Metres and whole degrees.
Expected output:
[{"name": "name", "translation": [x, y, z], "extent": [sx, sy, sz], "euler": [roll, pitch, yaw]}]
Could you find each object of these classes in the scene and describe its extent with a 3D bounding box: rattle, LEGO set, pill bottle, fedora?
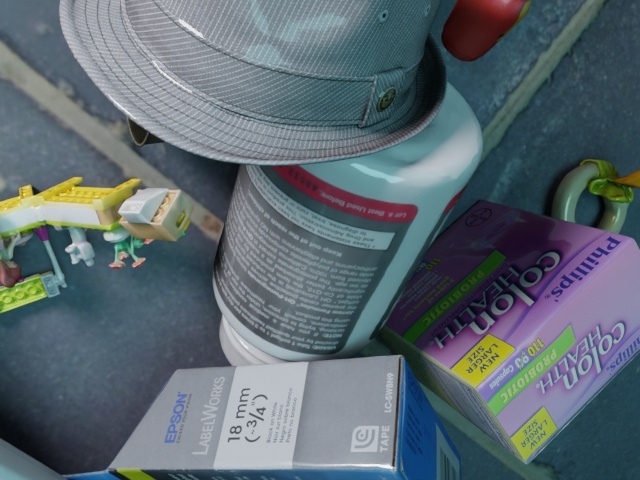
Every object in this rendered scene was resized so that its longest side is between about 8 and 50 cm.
[{"name": "rattle", "translation": [0.361, -0.002, 0.839], "extent": [0.199, 0.143, 0.130], "euler": [-54, 135, -10]}, {"name": "LEGO set", "translation": [-0.238, 0.016, 0.581], "extent": [0.287, 0.132, 0.107], "euler": [-11, 114, 2]}, {"name": "pill bottle", "translation": [0.000, 0.000, 0.593], "extent": [0.176, 0.176, 0.318], "euler": [-1, 138, -23]}, {"name": "fedora", "translation": [-0.015, -0.174, 0.423], "extent": [0.276, 0.243, 0.124], "euler": [-16, 150, -37]}]

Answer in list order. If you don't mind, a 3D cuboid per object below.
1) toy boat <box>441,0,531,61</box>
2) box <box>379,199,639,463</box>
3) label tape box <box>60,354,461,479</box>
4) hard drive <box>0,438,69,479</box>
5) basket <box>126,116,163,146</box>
[{"name": "toy boat", "translation": [0.082, -0.313, 0.569], "extent": [0.268, 0.148, 0.318], "euler": [-31, 79, -32]}, {"name": "box", "translation": [0.199, 0.080, 0.726], "extent": [0.214, 0.243, 0.117], "euler": [-40, 115, -9]}, {"name": "label tape box", "translation": [-0.049, 0.220, 0.651], "extent": [0.334, 0.105, 0.240], "euler": [-8, 141, 20]}, {"name": "hard drive", "translation": [-0.286, 0.327, 0.602], "extent": [0.233, 0.047, 0.353], "euler": [-35, 137, -8]}, {"name": "basket", "translation": [-0.055, -0.186, 0.607], "extent": [0.227, 0.154, 0.204], "euler": [-2, 92, -27]}]
